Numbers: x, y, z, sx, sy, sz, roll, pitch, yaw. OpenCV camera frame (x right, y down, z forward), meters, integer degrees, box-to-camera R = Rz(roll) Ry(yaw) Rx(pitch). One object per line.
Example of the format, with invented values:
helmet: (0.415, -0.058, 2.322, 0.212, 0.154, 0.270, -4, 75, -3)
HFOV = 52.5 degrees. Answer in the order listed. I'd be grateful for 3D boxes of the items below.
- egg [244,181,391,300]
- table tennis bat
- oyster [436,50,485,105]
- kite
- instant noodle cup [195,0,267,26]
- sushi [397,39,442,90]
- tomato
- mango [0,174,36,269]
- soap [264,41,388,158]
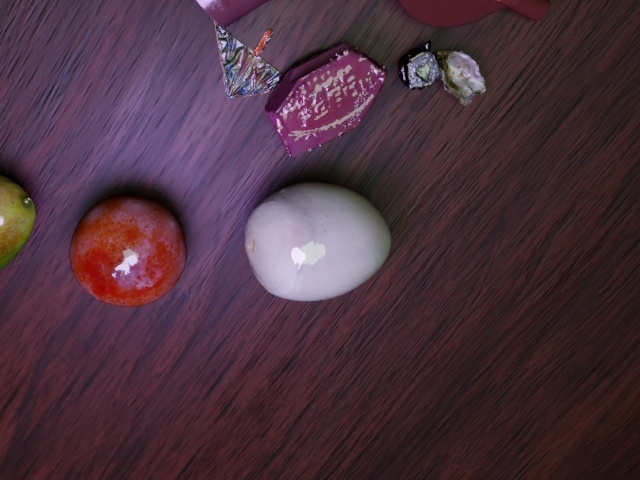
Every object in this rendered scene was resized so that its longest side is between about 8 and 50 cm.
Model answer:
egg: (0.000, 0.000, 1.525, 0.345, 0.283, 0.283, -7, 113, -20)
table tennis bat: (0.342, -0.564, 1.406, 0.414, 0.051, 0.268, 9, 139, -31)
oyster: (0.325, -0.394, 1.539, 0.103, 0.051, 0.148, -40, 113, -11)
kite: (-0.168, -0.404, 1.486, 0.232, 0.009, 0.189, 33, 104, -19)
instant noodle cup: (-0.180, -0.563, 1.319, 0.178, 0.235, 0.235, -34, 112, 16)
sushi: (0.226, -0.403, 1.504, 0.094, 0.084, 0.098, -23, 108, 5)
tomato: (-0.441, 0.031, 1.491, 0.265, 0.265, 0.265, -3, 112, -7)
mango: (-0.808, -0.007, 1.452, 0.382, 0.201, 0.225, -35, 135, 17)
soap: (0.016, -0.334, 1.485, 0.289, 0.112, 0.182, -27, 123, 1)
